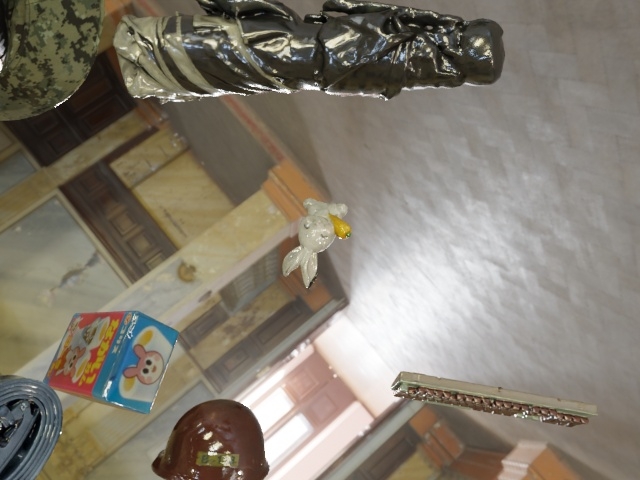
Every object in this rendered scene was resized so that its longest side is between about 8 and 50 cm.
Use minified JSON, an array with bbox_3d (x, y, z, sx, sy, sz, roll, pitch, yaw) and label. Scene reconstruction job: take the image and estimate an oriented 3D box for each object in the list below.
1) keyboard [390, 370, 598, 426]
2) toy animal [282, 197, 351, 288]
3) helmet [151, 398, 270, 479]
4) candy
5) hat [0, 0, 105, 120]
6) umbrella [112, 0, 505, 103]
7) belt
[{"bbox_3d":[0.146,0.138,0.504,0.166,0.017,0.055,9,153,1],"label":"keyboard"},{"bbox_3d":[0.000,0.000,1.240,0.131,0.181,0.127,15,135,10],"label":"toy animal"},{"bbox_3d":[-0.161,0.292,0.881,0.155,0.175,0.106,-89,2,-85],"label":"helmet"},{"bbox_3d":[-0.398,0.222,1.101,0.100,0.157,0.306,33,153,-33],"label":"candy"},{"bbox_3d":[-0.301,-0.184,0.447,0.128,0.266,0.265,-99,-15,-51],"label":"hat"},{"bbox_3d":[-0.016,-0.180,0.541,0.358,0.106,0.113,4,-177,17],"label":"umbrella"},{"bbox_3d":[-0.459,0.282,0.824,0.082,0.190,0.141,-9,135,46],"label":"belt"}]
